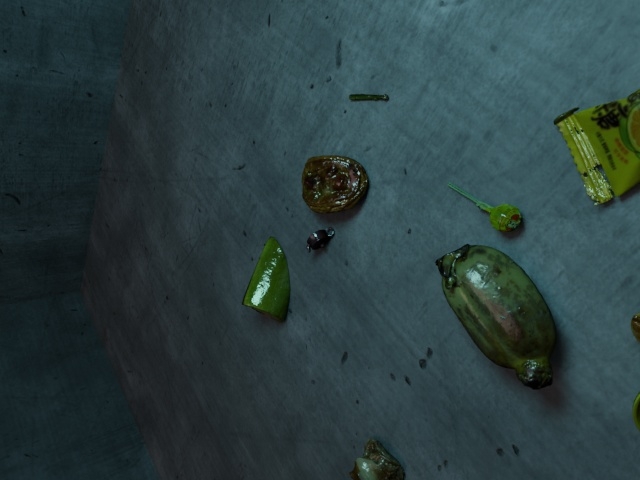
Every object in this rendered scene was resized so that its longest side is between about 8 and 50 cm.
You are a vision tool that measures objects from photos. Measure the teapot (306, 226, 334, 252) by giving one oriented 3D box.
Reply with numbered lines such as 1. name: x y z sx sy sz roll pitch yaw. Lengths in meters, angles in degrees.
1. teapot: 0.000 0.000 1.283 0.100 0.068 0.045 -36 71 6

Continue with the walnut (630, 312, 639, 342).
1. walnut: 0.583 0.152 0.718 0.121 0.052 0.091 40 149 28

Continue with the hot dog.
1. hot dog: 0.027 -0.156 1.210 0.227 0.099 0.161 -4 94 43

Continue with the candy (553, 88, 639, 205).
1. candy: 0.543 -0.196 0.692 0.297 0.081 0.187 -33 72 55

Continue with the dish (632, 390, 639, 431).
1. dish: 0.591 0.260 0.694 0.148 0.080 0.208 21 124 27

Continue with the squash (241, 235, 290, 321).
1. squash: -0.139 0.131 1.475 0.093 0.169 0.252 1 64 42

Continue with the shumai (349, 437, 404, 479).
1. shumai: 0.146 0.634 1.192 0.145 0.116 0.146 6 99 44

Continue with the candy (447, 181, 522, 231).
1. candy: 0.344 -0.081 0.937 0.194 0.062 0.058 46 124 43

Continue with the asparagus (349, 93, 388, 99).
1. asparagus: 0.125 -0.372 1.131 0.127 0.018 0.015 17 143 43

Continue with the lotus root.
1. lotus root: 0.358 0.146 0.879 0.173 0.173 0.309 -47 63 39
